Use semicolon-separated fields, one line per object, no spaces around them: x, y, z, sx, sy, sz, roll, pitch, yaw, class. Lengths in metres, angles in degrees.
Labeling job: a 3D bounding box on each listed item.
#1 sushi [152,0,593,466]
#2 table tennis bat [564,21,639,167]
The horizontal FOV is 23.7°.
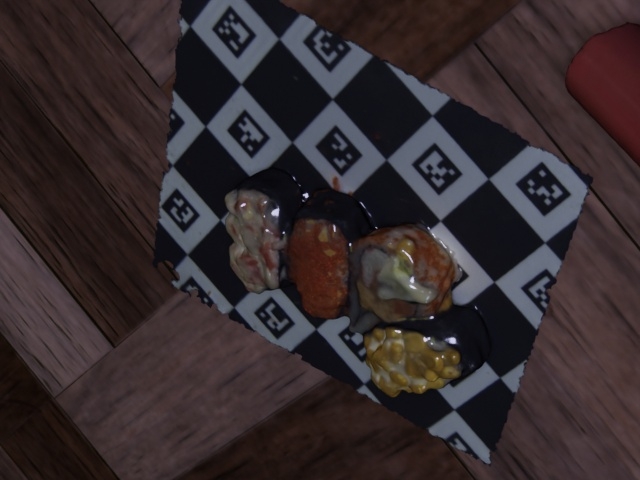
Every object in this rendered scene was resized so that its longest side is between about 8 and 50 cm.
0.000;0.000;0.948;0.290;0.050;0.264;30;132;20;sushi
0.247;0.047;0.660;0.051;0.268;0.415;-54;54;26;table tennis bat
